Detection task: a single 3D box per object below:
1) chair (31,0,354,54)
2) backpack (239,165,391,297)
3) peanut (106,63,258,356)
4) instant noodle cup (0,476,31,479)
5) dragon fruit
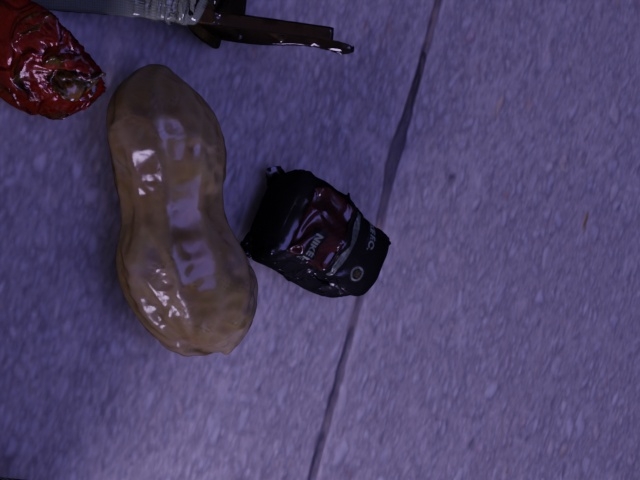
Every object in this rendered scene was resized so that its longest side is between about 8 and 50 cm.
[{"bbox_3d":[-0.126,-0.282,1.554,0.186,0.319,0.160,-17,115,-79],"label":"chair"},{"bbox_3d":[0.002,-0.003,1.692,0.165,0.106,0.120,26,78,-33],"label":"backpack"},{"bbox_3d":[-0.149,-0.026,1.562,0.149,0.149,0.313,-15,105,-33],"label":"peanut"},{"bbox_3d":[-0.331,0.331,1.426,0.200,0.264,0.264,6,93,-45],"label":"instant noodle cup"},{"bbox_3d":[-0.274,-0.169,1.474,0.083,0.106,0.162,-49,123,-19],"label":"dragon fruit"}]
